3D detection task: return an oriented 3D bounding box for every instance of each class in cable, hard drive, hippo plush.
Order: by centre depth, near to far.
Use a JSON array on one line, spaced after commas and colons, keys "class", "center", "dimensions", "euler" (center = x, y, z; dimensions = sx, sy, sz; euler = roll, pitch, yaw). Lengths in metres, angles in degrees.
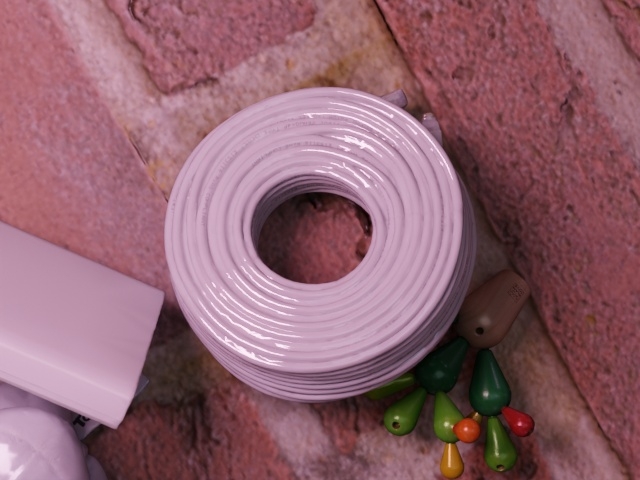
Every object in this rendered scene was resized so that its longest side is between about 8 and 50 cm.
[{"class": "hard drive", "center": [-0.277, 0.028, 1.333], "dimensions": [0.308, 0.203, 0.040], "euler": [24, 110, -7]}, {"class": "hippo plush", "center": [-0.221, 0.213, 1.334], "dimensions": [0.234, 0.236, 0.294], "euler": [44, 79, -9]}, {"class": "cable", "center": [0.000, 0.000, 1.430], "dimensions": [0.257, 0.089, 0.257], "euler": [-17, 69, -1]}]

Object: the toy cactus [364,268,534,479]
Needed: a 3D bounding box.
[{"class": "toy cactus", "center": [0.115, 0.093, 1.502], "dimensions": [0.219, 0.112, 0.180], "euler": [43, 69, 1]}]
